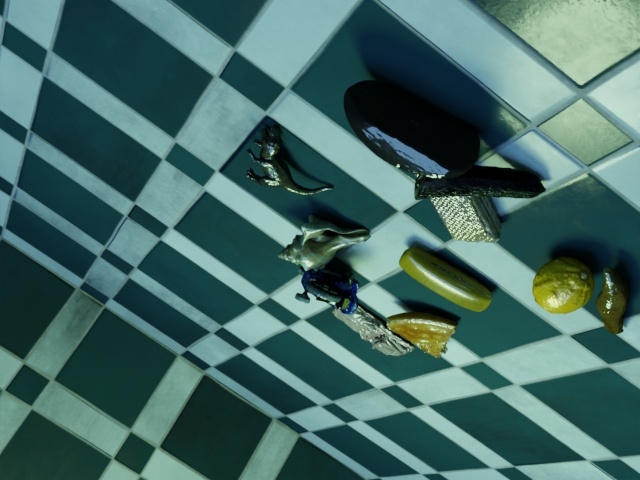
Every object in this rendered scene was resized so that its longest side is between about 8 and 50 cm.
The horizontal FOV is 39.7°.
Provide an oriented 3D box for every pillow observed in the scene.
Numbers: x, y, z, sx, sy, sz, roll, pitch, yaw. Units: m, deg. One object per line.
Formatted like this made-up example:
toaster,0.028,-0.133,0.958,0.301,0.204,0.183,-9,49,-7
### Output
pillow,0.146,0.260,2.542,0.248,0.049,0.135,37,157,-7

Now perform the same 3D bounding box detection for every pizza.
pizza,0.280,0.242,2.359,0.201,0.053,0.193,5,144,22

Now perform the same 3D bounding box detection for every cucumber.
cucumber,0.298,-0.109,1.653,0.245,0.067,0.067,-2,152,-5

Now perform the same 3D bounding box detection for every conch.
conch,-0.008,-0.007,2.183,0.137,0.114,0.234,33,120,-28

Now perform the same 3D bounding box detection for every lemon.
lemon,0.497,0.090,1.809,0.114,0.114,0.155,32,149,-3

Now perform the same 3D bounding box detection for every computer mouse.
computer mouse,0.159,-0.194,1.629,0.270,0.137,0.086,29,144,5

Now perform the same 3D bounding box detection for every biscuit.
biscuit,0.282,-0.084,1.784,0.108,0.061,0.239,5,145,38

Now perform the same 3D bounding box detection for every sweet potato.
sweet potato,0.604,0.132,1.830,0.067,0.067,0.274,16,156,28

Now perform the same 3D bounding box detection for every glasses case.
glasses case,0.292,0.091,2.072,0.234,0.064,0.079,31,152,0

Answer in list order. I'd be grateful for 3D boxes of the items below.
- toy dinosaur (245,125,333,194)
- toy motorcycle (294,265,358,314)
toy dinosaur,-0.077,-0.161,1.991,0.179,0.087,0.187,20,153,23
toy motorcycle,0.029,0.125,2.303,0.169,0.113,0.315,22,-174,-10
